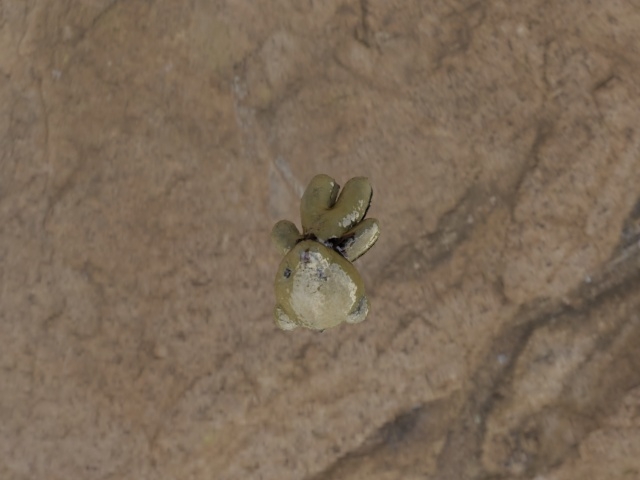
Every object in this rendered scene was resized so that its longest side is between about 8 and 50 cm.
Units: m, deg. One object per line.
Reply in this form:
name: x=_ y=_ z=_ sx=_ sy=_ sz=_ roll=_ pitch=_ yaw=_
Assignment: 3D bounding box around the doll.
doll: x=0.002 y=0.006 z=0.652 sx=0.061 sy=0.093 sz=0.051 roll=-1 pitch=123 yaw=16
